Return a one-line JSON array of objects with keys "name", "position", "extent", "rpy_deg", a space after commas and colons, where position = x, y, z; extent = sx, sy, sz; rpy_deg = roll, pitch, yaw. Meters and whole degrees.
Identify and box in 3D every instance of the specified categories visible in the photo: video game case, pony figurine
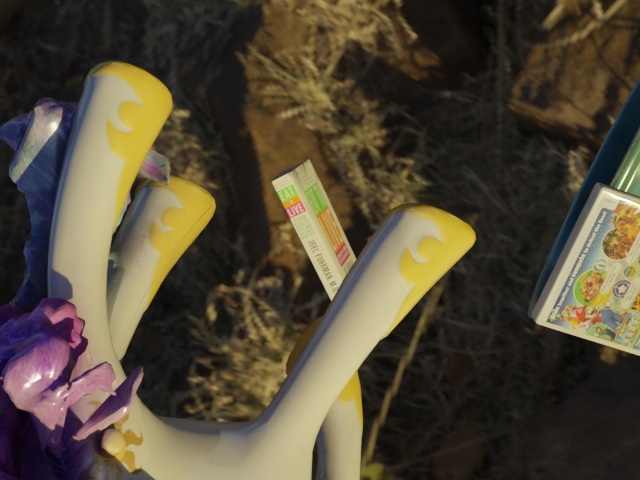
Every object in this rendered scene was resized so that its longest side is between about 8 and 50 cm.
[{"name": "video game case", "position": [0.191, 0.024, 0.796], "extent": [0.011, 0.122, 0.087], "rpy_deg": [-112, 43, -64]}, {"name": "pony figurine", "position": [-0.100, 0.110, 0.643], "extent": [0.303, 0.351, 0.363], "rpy_deg": [-33, 39, 53]}]

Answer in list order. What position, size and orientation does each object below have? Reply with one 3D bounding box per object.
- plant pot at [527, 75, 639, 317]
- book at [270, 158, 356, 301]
[{"name": "plant pot", "position": [0.424, -0.008, 1.339], "extent": [0.334, 0.341, 0.341], "rpy_deg": [26, 92, 5]}, {"name": "book", "position": [0.000, 0.000, 1.318], "extent": [0.035, 0.096, 0.144], "rpy_deg": [-26, 96, 11]}]
